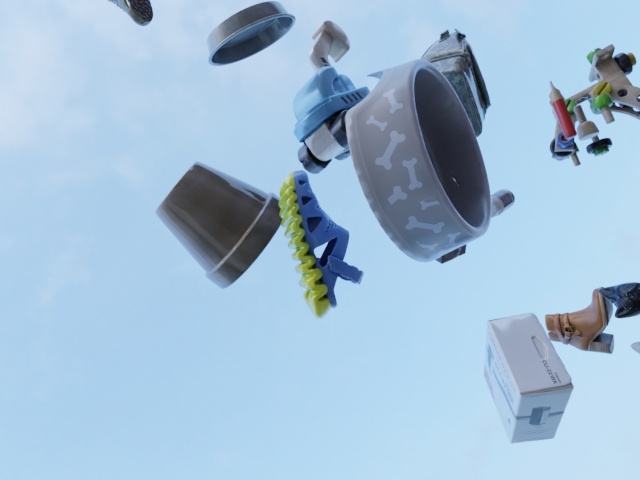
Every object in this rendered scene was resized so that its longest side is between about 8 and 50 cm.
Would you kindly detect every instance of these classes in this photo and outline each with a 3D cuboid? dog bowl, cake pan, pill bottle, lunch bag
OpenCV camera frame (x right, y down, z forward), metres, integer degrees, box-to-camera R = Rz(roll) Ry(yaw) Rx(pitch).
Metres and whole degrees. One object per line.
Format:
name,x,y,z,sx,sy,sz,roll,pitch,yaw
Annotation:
dog bowl,0.186,-0.141,0.689,0.349,0.102,0.348,24,-123,-44
cake pan,-0.216,-0.621,1.211,0.293,0.293,0.054,-29,-77,-9
pill bottle,0.633,-0.131,1.447,0.137,0.078,0.078,-25,-67,-37
lunch bag,0.459,-0.533,1.405,0.305,0.213,0.256,50,-128,-37

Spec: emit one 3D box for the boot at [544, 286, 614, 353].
boot,0.682,0.208,1.073,0.073,0.152,0.197,-25,-71,-39

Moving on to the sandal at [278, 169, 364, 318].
sandal,0.000,0.000,0.871,0.138,0.126,0.317,-18,-82,-13

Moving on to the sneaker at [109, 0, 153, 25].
sneaker,-0.454,-0.567,0.922,0.064,0.086,0.192,-29,-84,-54

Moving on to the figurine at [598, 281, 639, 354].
figurine,0.633,0.145,0.689,0.210,0.214,0.092,-8,-54,16

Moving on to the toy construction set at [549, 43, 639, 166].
toy construction set,0.643,-0.347,0.976,0.309,0.257,0.237,-4,-106,-38

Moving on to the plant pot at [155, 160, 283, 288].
plant pot,-0.298,-0.068,1.160,0.280,0.323,0.323,39,-89,-18

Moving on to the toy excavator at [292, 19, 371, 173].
toy excavator,0.032,-0.505,1.328,0.433,0.222,0.445,-36,-84,-43

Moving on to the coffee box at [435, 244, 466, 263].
coffee box,0.364,-0.067,1.406,0.119,0.297,0.168,-19,-57,-25

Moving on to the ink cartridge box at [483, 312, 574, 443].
ink cartridge box,0.488,0.337,0.977,0.114,0.197,0.272,-12,-48,6
